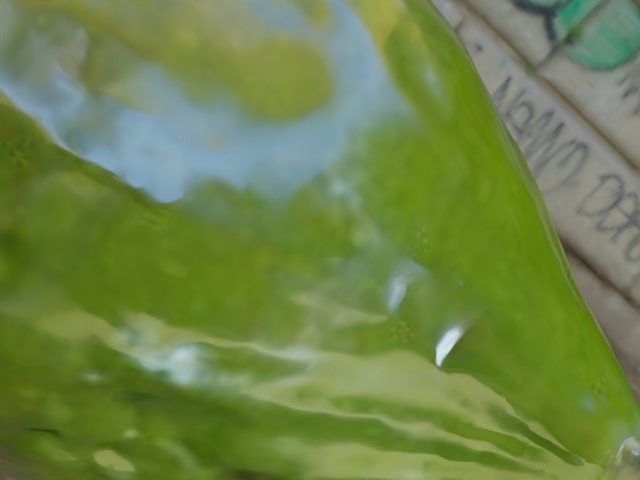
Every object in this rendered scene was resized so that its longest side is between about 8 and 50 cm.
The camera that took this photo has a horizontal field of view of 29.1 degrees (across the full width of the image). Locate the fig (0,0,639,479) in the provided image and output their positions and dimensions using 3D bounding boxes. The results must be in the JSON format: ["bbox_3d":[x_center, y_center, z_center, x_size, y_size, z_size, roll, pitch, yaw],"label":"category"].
[{"bbox_3d":[-0.043,0.012,0.403,0.314,0.233,0.233,61,16,6],"label":"fig"}]
